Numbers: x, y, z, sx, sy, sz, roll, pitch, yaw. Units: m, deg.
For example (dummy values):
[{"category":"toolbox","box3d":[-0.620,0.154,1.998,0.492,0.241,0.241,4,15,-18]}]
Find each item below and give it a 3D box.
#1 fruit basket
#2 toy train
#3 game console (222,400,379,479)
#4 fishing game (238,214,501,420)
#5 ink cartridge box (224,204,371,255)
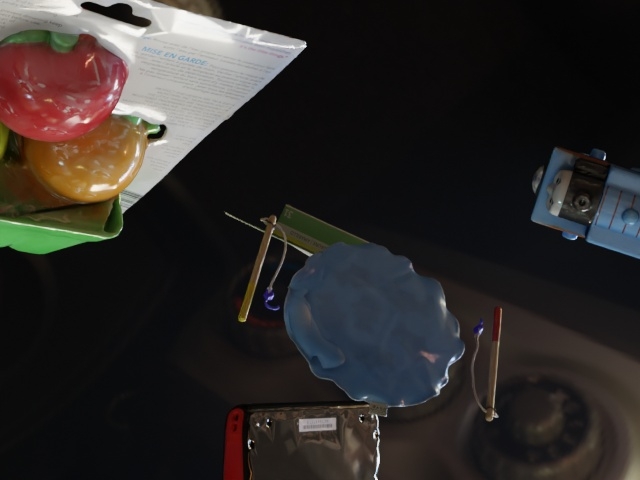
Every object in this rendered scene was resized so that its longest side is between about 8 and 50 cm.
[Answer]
[{"category":"fruit basket","box3d":[-0.242,-0.123,1.202,0.327,0.353,0.165,9,54,-36]},{"category":"toy train","box3d":[0.256,-0.020,1.112,0.105,0.184,0.080,-37,146,-80]},{"category":"game console","box3d":[-0.023,0.397,1.980,0.386,0.060,0.341,9,77,-60]},{"category":"fishing game","box3d":[0.050,0.084,1.346,0.041,0.264,0.189,122,-17,-46]},{"category":"ink cartridge box","box3d":[0.000,0.000,1.961,0.235,0.171,0.056,30,85,-54]}]
